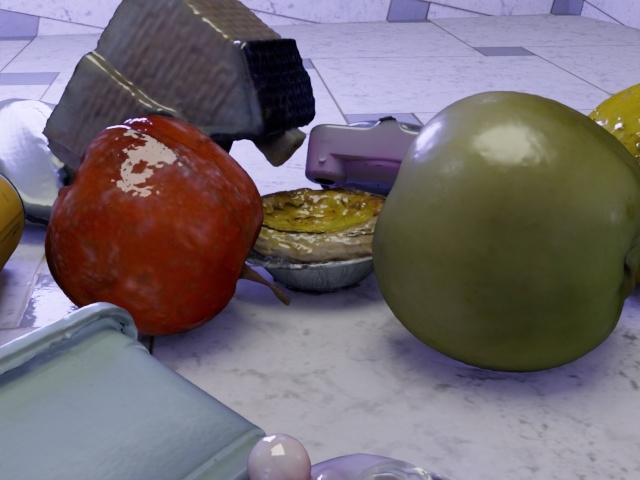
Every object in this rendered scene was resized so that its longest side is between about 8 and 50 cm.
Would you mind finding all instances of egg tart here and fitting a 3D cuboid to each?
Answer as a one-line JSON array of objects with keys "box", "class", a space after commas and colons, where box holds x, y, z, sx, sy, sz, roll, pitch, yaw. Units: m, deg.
[{"box": [0.000, 0.000, 1.142, 0.234, 0.094, 0.234, -2, 21, 1], "class": "egg tart"}]

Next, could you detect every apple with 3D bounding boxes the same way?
[{"box": [0.198, -0.008, 0.957, 0.254, 0.292, 0.292, 16, 26, 23], "class": "apple"}]

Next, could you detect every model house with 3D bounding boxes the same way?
[{"box": [-0.163, -0.163, 1.228, 0.284, 0.298, 0.243, 40, 22, 12], "class": "model house"}]

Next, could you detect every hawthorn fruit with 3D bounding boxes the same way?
[{"box": [-0.149, 0.000, 0.990, 0.272, 0.242, 0.242, 29, 23, -2], "class": "hawthorn fruit"}]

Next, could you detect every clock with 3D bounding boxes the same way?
[{"box": [0.107, -0.097, 1.297, 0.228, 0.090, 0.248, 7, -8, 13], "class": "clock"}]

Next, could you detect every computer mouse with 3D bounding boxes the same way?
[{"box": [-0.433, -0.131, 1.396, 0.228, 0.145, 0.429, -12, 26, -34], "class": "computer mouse"}]

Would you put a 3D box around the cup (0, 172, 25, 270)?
[{"box": [-0.432, -0.002, 1.030, 0.196, 0.196, 0.279, -1, 14, -3], "class": "cup"}]

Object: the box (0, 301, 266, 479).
[{"box": [-0.175, 0.187, 0.576, 0.182, 0.175, 0.312, 23, 29, 27], "class": "box"}]

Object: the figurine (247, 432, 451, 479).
[{"box": [-0.009, 0.215, 0.528, 0.133, 0.200, 0.276, -33, -6, 34], "class": "figurine"}]

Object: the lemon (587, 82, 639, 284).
[{"box": [0.434, -0.072, 1.124, 0.310, 0.258, 0.258, -16, 27, -33], "class": "lemon"}]
